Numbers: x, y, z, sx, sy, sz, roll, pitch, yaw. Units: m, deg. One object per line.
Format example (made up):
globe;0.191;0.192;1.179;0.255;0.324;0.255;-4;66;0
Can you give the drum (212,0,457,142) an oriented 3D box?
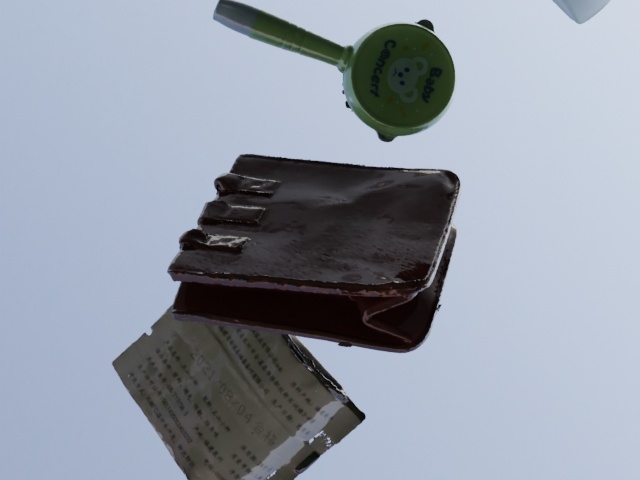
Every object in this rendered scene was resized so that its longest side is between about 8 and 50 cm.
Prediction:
drum;0.013;-0.170;1.434;0.253;0.049;0.130;5;-91;-5

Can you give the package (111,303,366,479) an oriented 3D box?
package;-0.099;0.173;1.614;0.251;0.204;0.062;49;-171;8

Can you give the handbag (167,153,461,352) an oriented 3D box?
handbag;0.000;0.001;1.488;0.276;0.084;0.260;5;-146;11

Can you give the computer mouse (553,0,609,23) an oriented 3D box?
computer mouse;0.289;-0.326;1.562;0.231;0.128;0.079;28;-171;-47
